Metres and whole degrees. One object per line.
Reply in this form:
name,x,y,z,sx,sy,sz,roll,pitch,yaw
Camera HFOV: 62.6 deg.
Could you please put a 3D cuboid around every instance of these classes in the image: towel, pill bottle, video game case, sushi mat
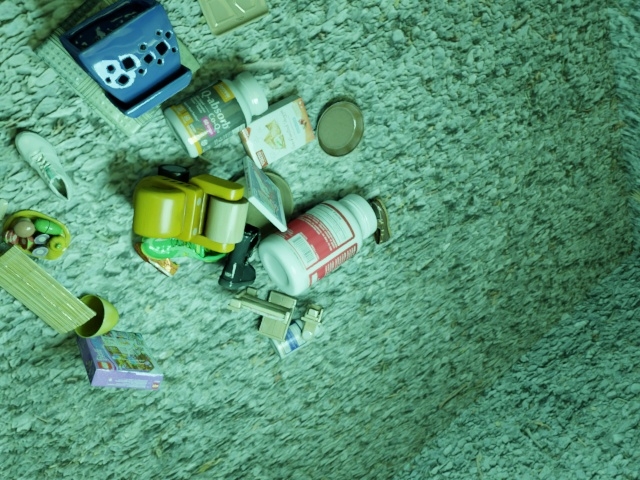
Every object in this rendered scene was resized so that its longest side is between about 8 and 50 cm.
towel,-0.541,-0.495,1.445,0.312,0.056,0.324,-47,126,-7
pill bottle,0.000,0.000,1.885,0.407,0.229,0.229,-33,127,-26
video game case,-0.177,-0.148,1.686,0.023,0.183,0.201,-26,141,16
pill bottle,-0.307,-0.380,1.565,0.278,0.162,0.162,-34,126,-13
sushi mat,-0.824,0.152,1.547,0.151,0.019,0.316,-28,122,13
pill bottle,-0.102,0.381,2.100,0.186,0.112,0.112,-27,124,-18

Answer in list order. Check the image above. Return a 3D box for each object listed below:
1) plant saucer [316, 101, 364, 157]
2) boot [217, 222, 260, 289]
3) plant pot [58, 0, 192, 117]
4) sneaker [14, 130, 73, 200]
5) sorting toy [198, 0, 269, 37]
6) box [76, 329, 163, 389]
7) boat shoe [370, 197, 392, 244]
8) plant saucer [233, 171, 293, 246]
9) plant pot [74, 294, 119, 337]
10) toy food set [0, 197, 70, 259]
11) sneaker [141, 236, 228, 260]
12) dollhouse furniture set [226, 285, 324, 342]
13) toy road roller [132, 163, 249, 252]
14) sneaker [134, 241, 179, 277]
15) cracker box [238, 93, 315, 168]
plant saucer,0.065,-0.395,1.868,0.198,0.036,0.199,-14,120,-26
boot,-0.252,0.047,1.789,0.246,0.094,0.207,-21,134,-77
plant pot,-0.477,-0.458,1.328,0.236,0.236,0.212,-39,132,-13
sneaker,-0.741,-0.198,1.431,0.080,0.094,0.212,-34,126,-11
sorting toy,-0.266,-0.718,1.508,0.193,0.038,0.208,-32,121,-15
box,-0.634,0.365,1.648,0.201,0.293,0.057,17,98,-35
boat shoe,0.233,-0.071,2.107,0.073,0.073,0.207,-32,126,-17
plant saucer,-0.224,-0.110,1.828,0.277,0.041,0.278,-14,119,-26
plant pot,-0.698,0.243,1.667,0.134,0.134,0.095,-55,154,3
toy food set,-0.818,-0.013,1.489,0.218,0.071,0.128,30,95,-38
sneaker,-0.428,0.009,1.695,0.295,0.123,0.109,6,78,-39
dollhouse furniture set,-0.161,0.302,1.854,0.303,0.355,0.174,18,95,4
toy road roller,-0.400,-0.083,1.549,0.240,0.329,0.203,-44,149,-67
sneaker,-0.534,0.051,1.714,0.175,0.064,0.067,49,64,-43
cracker box,-0.147,-0.358,1.735,0.232,0.067,0.156,-31,126,-14
